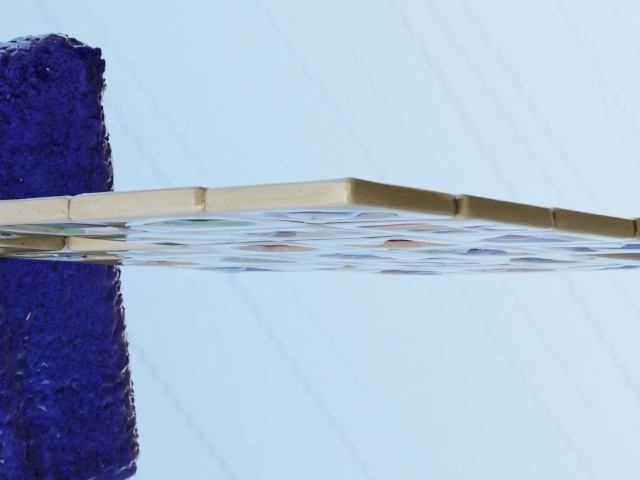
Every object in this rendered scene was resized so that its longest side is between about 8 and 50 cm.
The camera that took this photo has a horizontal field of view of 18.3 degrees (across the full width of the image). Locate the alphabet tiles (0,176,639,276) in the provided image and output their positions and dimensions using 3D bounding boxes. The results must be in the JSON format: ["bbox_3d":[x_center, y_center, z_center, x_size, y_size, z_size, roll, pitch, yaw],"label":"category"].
[{"bbox_3d":[0.000,0.000,0.550,0.237,0.198,0.009,5,-96,-52],"label":"alphabet tiles"}]

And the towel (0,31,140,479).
[{"bbox_3d":[-0.208,0.062,0.759,0.308,0.076,0.227,-23,-49,-28],"label":"towel"}]
